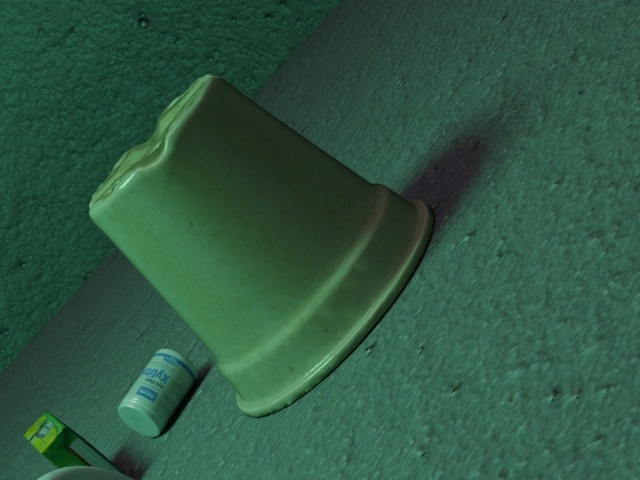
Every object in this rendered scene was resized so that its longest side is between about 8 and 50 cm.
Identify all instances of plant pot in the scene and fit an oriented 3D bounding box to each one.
[{"bbox_3d":[-0.092,-0.016,1.649,0.334,0.305,0.334,-45,14,14],"label":"plant pot"}]

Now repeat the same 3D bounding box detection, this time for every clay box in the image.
[{"bbox_3d":[-0.332,0.295,1.905,0.053,0.127,0.222,-50,14,-12],"label":"clay box"}]

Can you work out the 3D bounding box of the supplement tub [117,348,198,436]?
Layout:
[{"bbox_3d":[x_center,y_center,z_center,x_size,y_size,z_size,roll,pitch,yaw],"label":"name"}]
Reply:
[{"bbox_3d":[-0.223,0.209,1.931,0.071,0.071,0.107,-30,23,53],"label":"supplement tub"}]

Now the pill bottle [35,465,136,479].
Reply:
[{"bbox_3d":[-0.303,0.399,1.318,0.392,0.224,0.224,-41,15,28],"label":"pill bottle"}]
